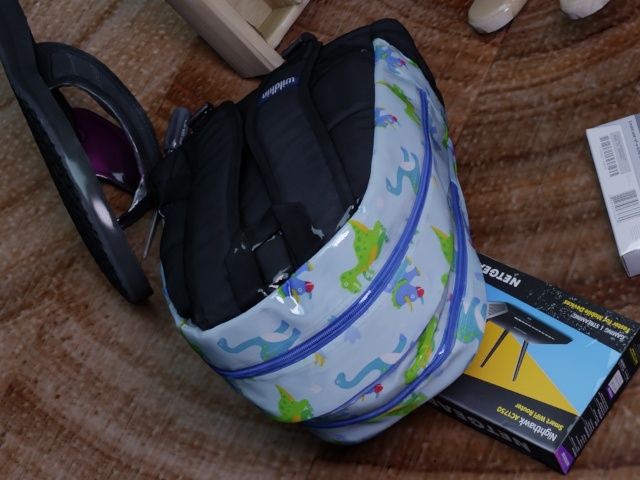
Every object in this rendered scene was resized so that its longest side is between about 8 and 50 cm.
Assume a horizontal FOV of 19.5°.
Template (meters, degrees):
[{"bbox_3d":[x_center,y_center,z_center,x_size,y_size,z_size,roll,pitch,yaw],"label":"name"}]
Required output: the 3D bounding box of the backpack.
[{"bbox_3d":[0.000,0.000,1.541,0.290,0.273,0.355,-33,12,10],"label":"backpack"}]

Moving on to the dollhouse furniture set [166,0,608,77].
[{"bbox_3d":[0.037,-0.320,1.715,0.394,0.362,0.256,-3,48,57],"label":"dollhouse furniture set"}]

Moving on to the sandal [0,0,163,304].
[{"bbox_3d":[-0.230,-0.124,1.803,0.107,0.167,0.446,-24,49,-6],"label":"sandal"}]

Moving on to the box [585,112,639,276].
[{"bbox_3d":[0.333,-0.060,1.587,0.186,0.038,0.145,-19,51,12],"label":"box"}]

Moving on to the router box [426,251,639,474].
[{"bbox_3d":[0.162,0.097,1.541,0.179,0.046,0.133,24,69,35],"label":"router box"}]

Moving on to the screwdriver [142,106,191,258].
[{"bbox_3d":[-0.151,-0.055,1.815,0.024,0.025,0.170,0,65,23],"label":"screwdriver"}]
